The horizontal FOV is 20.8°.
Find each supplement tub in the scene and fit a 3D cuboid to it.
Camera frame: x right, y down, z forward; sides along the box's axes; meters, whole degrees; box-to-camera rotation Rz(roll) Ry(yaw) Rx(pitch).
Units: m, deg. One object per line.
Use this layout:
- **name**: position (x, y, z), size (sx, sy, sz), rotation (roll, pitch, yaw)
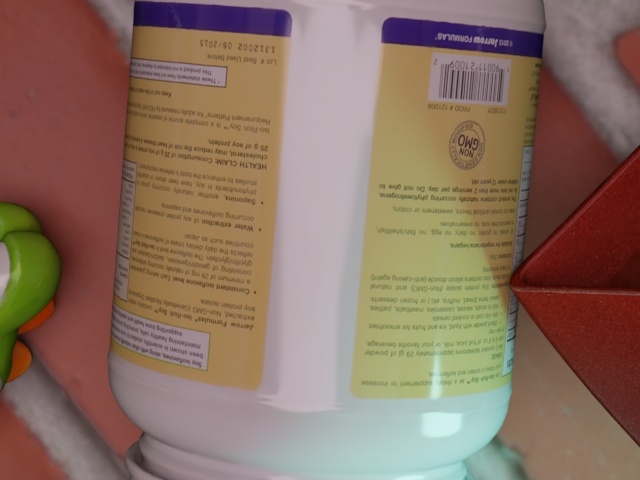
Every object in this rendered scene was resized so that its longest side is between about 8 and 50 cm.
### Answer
- **supplement tub**: position (0.000, 0.000, 1.021), size (0.241, 0.241, 0.331), rotation (6, 96, 5)

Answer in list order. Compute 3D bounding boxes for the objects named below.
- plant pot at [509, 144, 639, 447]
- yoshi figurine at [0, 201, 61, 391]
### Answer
- **plant pot**: position (0.315, 0.046, 0.965), size (0.267, 0.267, 0.236), rotation (-41, 115, -31)
- **yoshi figurine**: position (-0.328, 0.099, 1.089), size (0.203, 0.203, 0.362), rotation (44, 95, 7)
